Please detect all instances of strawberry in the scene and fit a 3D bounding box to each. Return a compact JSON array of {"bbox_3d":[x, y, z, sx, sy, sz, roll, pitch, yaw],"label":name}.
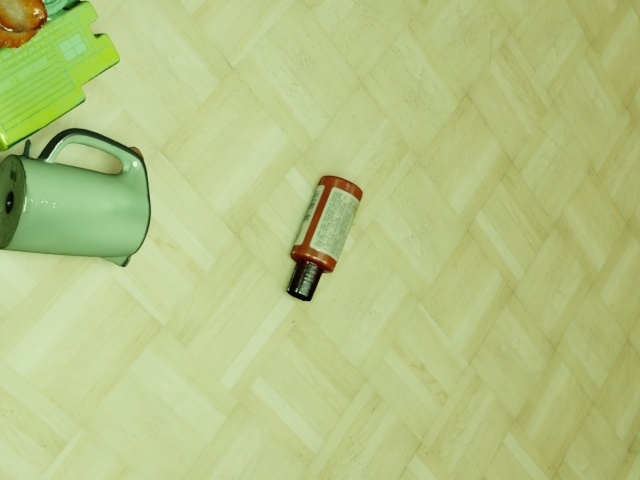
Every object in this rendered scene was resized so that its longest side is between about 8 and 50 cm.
[{"bbox_3d":[-0.504,-0.379,1.370,0.121,0.082,0.188,-21,82,-50],"label":"strawberry"}]

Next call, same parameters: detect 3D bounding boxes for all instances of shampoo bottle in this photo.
[{"bbox_3d":[0.000,0.000,1.957,0.104,0.104,0.278,32,72,-33],"label":"shampoo bottle"}]

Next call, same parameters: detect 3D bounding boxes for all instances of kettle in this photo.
[{"bbox_3d":[-0.432,-0.078,1.580,0.255,0.165,0.240,8,97,-37],"label":"kettle"}]

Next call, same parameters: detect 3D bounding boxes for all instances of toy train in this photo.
[{"bbox_3d":[-0.550,-0.302,1.499,0.442,0.179,0.272,-41,122,-30],"label":"toy train"}]
